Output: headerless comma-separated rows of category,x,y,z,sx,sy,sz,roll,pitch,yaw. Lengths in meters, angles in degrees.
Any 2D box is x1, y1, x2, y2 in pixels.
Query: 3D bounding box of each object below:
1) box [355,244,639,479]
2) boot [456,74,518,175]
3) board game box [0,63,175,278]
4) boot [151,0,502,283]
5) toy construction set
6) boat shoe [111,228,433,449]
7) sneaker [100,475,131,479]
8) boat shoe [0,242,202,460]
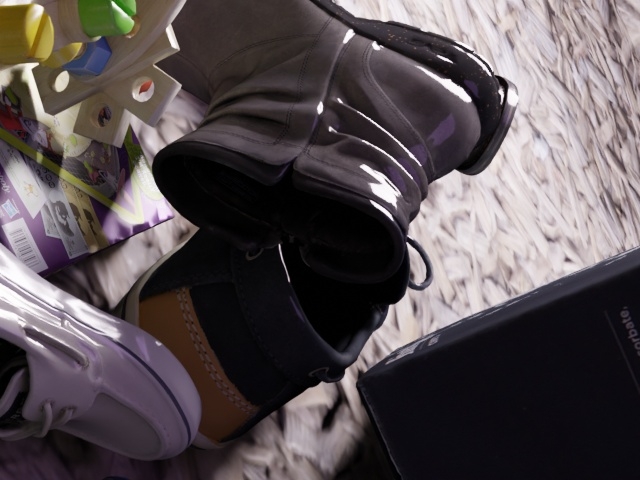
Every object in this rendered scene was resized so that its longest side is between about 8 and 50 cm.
box,0.310,0.136,1.196,0.480,0.472,0.297,23,43,-84
boot,0.030,-0.152,1.353,0.229,0.091,0.263,20,11,-26
board game box,-0.231,-0.143,1.040,0.208,0.056,0.346,-29,95,-60
boot,-0.058,-0.100,1.095,0.222,0.338,0.118,-47,146,-46
toy construction set,-0.134,-0.166,0.908,0.328,0.151,0.215,44,47,-79
boat shoe,0.000,0.000,1.238,0.186,0.156,0.500,59,25,-10
sneaker,-0.127,0.202,0.939,0.058,0.052,0.135,29,43,-46
boat shoe,-0.176,0.071,0.909,0.267,0.096,0.088,45,37,-35
